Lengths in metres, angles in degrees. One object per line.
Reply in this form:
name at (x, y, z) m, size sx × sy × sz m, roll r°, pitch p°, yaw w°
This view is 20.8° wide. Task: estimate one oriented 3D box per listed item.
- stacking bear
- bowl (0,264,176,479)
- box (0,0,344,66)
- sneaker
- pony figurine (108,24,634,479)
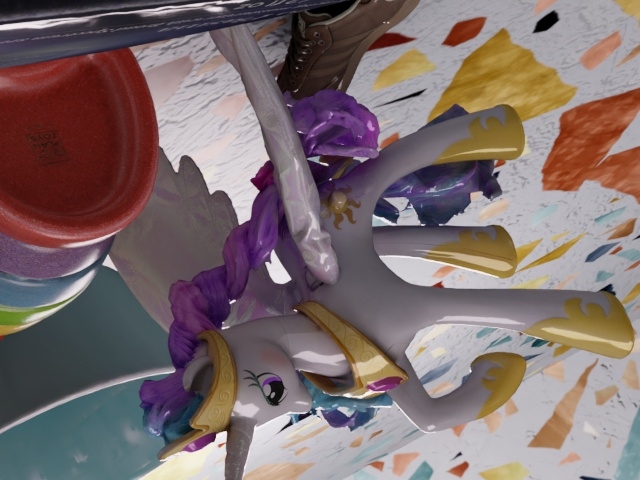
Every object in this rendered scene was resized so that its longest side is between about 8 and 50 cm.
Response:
stacking bear at (-0.243, -0.005, 1.263) m, size 0.175 × 0.164 × 0.289 m, roll -13°, pitch 159°, yaw -36°
bowl at (-0.253, 0.128, 1.543) m, size 0.312 × 0.163 × 0.311 m, roll -25°, pitch 160°, yaw -10°
box at (-0.147, -0.169, 0.771) m, size 0.296 × 0.182 × 0.294 m, roll -12°, pitch -173°, yaw -36°
sneaker at (0.002, -0.163, 1.343) m, size 0.071 × 0.066 × 0.188 m, roll 13°, pitch 135°, yaw -34°
pony figurine at (0.000, 0.000, 1.269) m, size 0.364 × 0.351 × 0.303 m, roll -10°, pitch 152°, yaw -29°
